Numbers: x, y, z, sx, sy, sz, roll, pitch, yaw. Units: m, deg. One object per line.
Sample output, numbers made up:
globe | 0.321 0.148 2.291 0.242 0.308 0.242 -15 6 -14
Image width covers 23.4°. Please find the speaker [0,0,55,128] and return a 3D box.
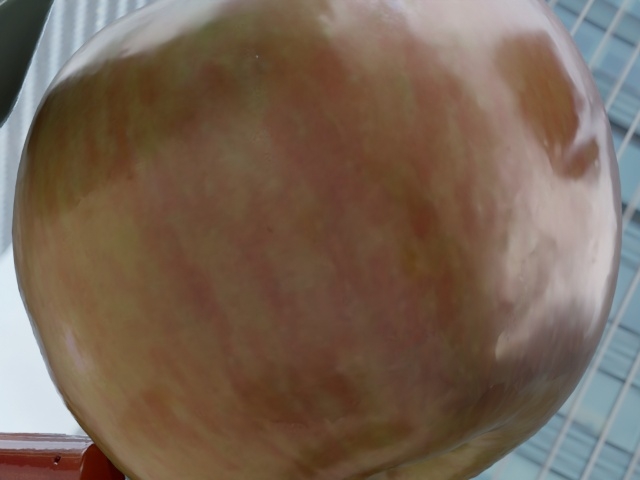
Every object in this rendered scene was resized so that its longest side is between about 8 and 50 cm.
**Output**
speaker | -0.343 -0.203 0.885 0.406 0.183 0.184 38 -38 6

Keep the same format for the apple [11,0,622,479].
apple | 0.000 0.000 0.983 0.391 0.391 0.346 -34 -108 55

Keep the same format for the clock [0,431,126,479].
clock | -0.192 0.190 1.045 0.155 0.061 0.113 -6 -86 41
